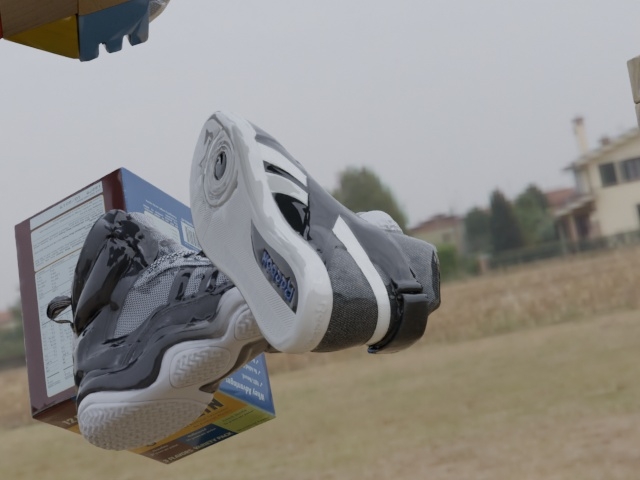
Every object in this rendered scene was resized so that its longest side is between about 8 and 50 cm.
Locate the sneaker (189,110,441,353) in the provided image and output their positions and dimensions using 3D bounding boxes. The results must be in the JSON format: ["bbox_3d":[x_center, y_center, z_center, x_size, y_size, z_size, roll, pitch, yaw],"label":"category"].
[{"bbox_3d":[0.000,0.000,0.821,0.121,0.079,0.217,8,32,-29],"label":"sneaker"}]

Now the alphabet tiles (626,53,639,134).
[{"bbox_3d":[0.336,-0.086,1.002,0.009,0.198,0.237,2,-16,-34],"label":"alphabet tiles"}]

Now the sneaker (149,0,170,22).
[{"bbox_3d":[-0.220,-0.383,1.622,0.105,0.281,0.115,1,-19,-9],"label":"sneaker"}]

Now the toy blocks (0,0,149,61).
[{"bbox_3d":[-0.159,-0.203,0.753,0.381,0.191,0.261,-23,-22,-19],"label":"toy blocks"}]

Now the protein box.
[{"bbox_3d":[-0.165,0.076,1.251,0.136,0.201,0.200,-26,-33,22],"label":"protein box"}]

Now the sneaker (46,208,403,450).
[{"bbox_3d":[-0.080,0.025,0.956,0.268,0.153,0.101,-33,-28,5],"label":"sneaker"}]
